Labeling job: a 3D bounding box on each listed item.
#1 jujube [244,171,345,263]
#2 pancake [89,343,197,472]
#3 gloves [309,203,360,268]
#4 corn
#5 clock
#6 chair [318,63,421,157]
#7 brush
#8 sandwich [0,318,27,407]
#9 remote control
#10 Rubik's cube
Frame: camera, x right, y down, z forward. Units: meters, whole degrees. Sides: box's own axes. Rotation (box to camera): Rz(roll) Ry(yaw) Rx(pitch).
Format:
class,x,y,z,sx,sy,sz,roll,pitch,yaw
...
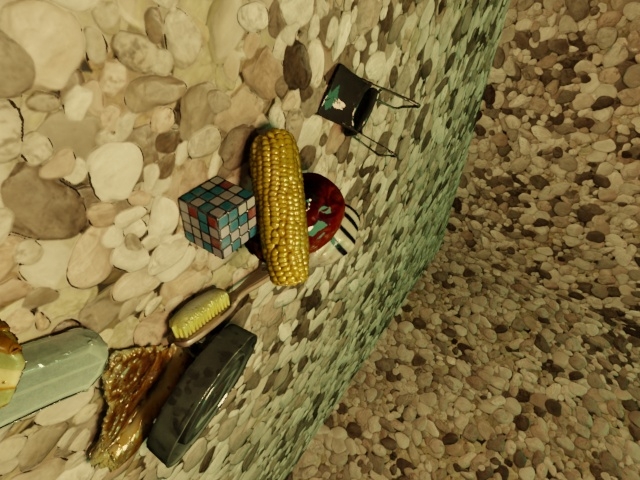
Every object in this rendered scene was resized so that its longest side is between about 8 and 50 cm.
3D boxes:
class,x,y,z,sx,sy,sz,roll,pitch,yaw
jujube,-0.054,-0.042,0.904,0.236,0.168,0.168,-42,149,-31
pancake,-0.337,0.287,0.775,0.266,0.057,0.244,-53,156,-29
gloves,0.014,0.006,1.119,0.219,0.131,0.140,-59,149,-30
corn,-0.076,-0.070,0.779,0.101,0.101,0.310,12,71,-66
clock,-0.244,0.321,0.906,0.312,0.061,0.312,-58,173,-11
chair,0.098,-0.310,1.022,0.140,0.221,0.145,-67,-161,6
brush,-0.194,0.111,0.895,0.313,0.072,0.067,-37,132,-47
sandwich,-0.400,0.118,0.406,0.079,0.113,0.163,-66,156,5
remote control,-0.402,0.193,0.562,0.247,0.052,0.104,-18,129,-55
Rubik's cube,-0.175,-0.041,0.735,0.092,0.092,0.092,-42,149,-39
